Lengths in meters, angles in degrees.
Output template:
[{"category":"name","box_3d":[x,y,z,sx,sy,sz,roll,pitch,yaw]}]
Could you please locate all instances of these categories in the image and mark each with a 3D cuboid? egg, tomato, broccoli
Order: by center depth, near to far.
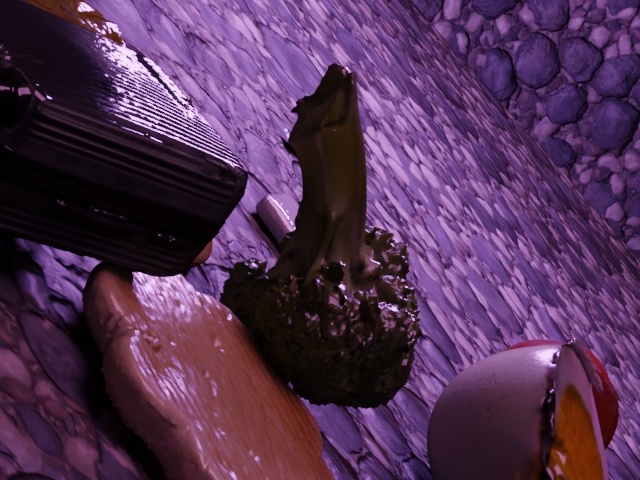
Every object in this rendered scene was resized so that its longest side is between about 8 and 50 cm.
[{"category":"broccoli","box_3d":[-0.014,0.032,1.743,0.302,0.186,0.254,61,26,-48]},{"category":"egg","box_3d":[0.204,0.253,1.948,0.264,0.174,0.286,25,56,-66]},{"category":"tomato","box_3d":[0.285,0.193,2.347,0.187,0.151,0.187,43,15,-14]}]

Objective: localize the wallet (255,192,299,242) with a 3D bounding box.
[{"category":"wallet","box_3d":[-0.002,0.027,2.100,0.190,0.033,0.095,53,16,7]}]

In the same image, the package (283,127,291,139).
[{"category":"package","box_3d":[-0.011,-0.108,2.421,0.110,0.015,0.037,40,18,-41]}]

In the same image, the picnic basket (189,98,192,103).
[{"category":"picnic basket","box_3d":[-0.135,-0.096,1.900,0.065,0.083,0.083,82,21,-67]}]

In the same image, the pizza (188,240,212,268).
[{"category":"pizza","box_3d":[-0.178,-0.076,1.808,0.262,0.034,0.181,59,17,25]}]

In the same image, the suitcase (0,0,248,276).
[{"category":"suitcase","box_3d":[-0.211,-0.089,1.462,0.312,0.128,0.202,21,23,-50]}]

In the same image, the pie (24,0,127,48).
[{"category":"pie","box_3d":[-0.284,-0.210,1.703,0.306,0.071,0.306,42,16,-15]}]

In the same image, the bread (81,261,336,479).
[{"category":"bread","box_3d":[-0.088,0.137,1.538,0.316,0.054,0.316,48,16,-18]}]
